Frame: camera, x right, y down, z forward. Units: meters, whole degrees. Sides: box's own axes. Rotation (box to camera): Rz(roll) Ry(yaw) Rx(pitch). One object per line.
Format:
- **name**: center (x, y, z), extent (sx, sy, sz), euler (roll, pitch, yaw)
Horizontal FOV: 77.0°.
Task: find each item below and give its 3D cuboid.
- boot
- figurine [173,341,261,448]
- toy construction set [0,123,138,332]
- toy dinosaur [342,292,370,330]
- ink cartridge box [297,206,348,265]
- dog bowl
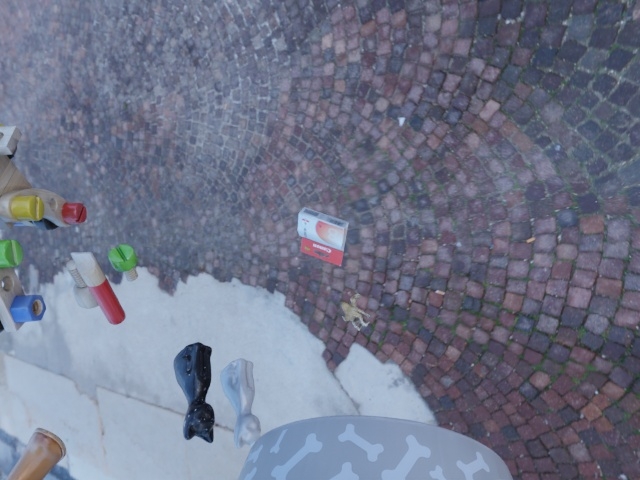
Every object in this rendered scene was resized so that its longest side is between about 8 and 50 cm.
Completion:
- **boot**: center (-0.573, 0.462, 0.759), extent (0.073, 0.152, 0.197), euler (29, 117, 0)
- **figurine**: center (-0.221, 0.360, 0.902), extent (0.092, 0.215, 0.209), euler (-43, 39, 15)
- **toy construction set**: center (-0.405, -0.022, 0.521), extent (0.309, 0.257, 0.237), euler (17, 138, 11)
- **toy dinosaur**: center (0.096, 0.223, 1.196), extent (0.092, 0.183, 0.053), euler (44, 113, 0)
- **ink cartridge box**: center (0.000, 0.000, 1.204), extent (0.146, 0.045, 0.179), euler (20, 130, 15)
- **dog bowl**: center (0.060, 0.313, 0.455), extent (0.349, 0.102, 0.348), euler (4, 133, 5)
